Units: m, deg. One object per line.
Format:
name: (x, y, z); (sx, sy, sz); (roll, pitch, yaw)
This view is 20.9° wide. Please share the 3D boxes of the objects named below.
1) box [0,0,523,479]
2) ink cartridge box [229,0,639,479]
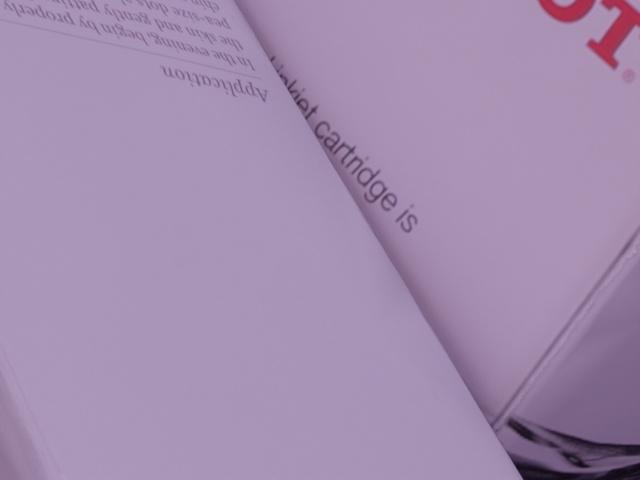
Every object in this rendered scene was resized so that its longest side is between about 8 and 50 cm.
box: (-0.121, 0.022, 0.506); (0.215, 0.168, 0.345); (-46, 58, 28)
ink cartridge box: (0.000, 0.000, 0.626); (0.285, 0.166, 0.395); (50, 117, 33)
